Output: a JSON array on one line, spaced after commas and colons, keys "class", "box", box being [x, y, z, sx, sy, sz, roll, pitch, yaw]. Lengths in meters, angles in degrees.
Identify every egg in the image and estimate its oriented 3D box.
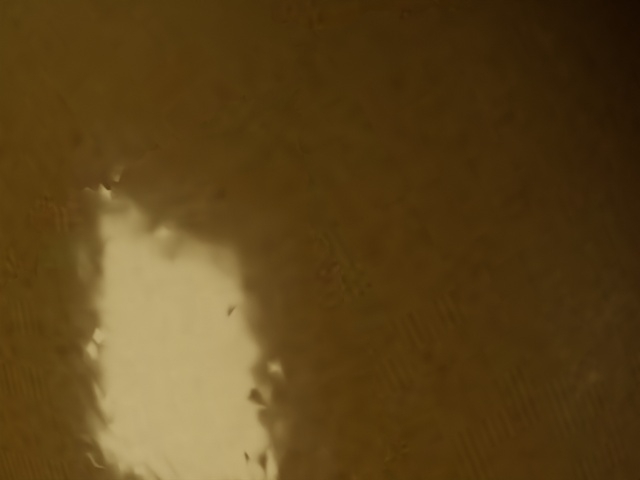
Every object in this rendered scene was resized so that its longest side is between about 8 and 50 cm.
[{"class": "egg", "box": [0.000, 0.000, 0.544, 0.250, 0.250, 0.322, 9, 134, 35]}]
